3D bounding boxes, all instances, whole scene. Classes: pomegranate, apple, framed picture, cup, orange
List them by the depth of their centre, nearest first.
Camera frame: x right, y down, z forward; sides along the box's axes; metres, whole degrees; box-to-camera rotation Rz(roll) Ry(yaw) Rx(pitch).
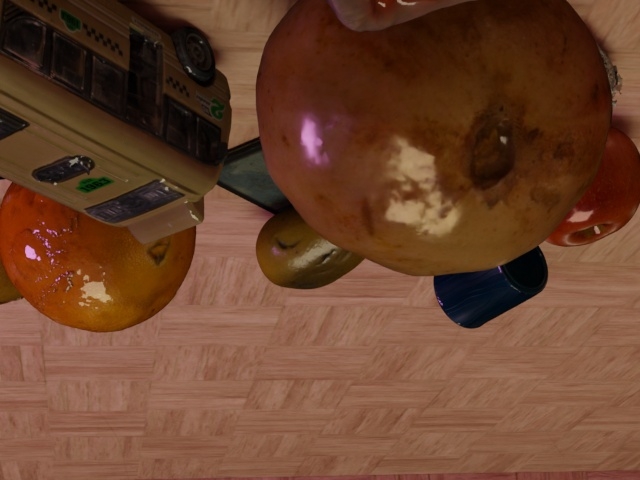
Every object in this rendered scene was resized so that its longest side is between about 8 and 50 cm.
[{"bbox_3d":[0.103,-0.127,1.203,0.338,0.338,0.338,-3,156,-1],"label":"pomegranate"},{"bbox_3d":[-0.266,-0.008,1.474,0.240,0.240,0.240,-3,156,-1],"label":"orange"},{"bbox_3d":[0.328,-0.066,1.549,0.163,0.139,0.163,-2,154,-1],"label":"apple"},{"bbox_3d":[0.040,-0.076,1.637,0.265,0.016,0.347,-18,152,31],"label":"framed picture"},{"bbox_3d":[0.244,0.053,1.837,0.150,0.113,0.138,11,150,-34],"label":"cup"}]

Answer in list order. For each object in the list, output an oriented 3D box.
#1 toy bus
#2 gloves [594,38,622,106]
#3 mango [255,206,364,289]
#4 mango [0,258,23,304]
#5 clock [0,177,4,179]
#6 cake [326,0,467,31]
[{"bbox_3d":[-0.251,-0.144,1.218,0.177,0.202,0.365,-20,152,30],"label":"toy bus"},{"bbox_3d":[0.265,-0.181,1.366,0.114,0.070,0.153,-24,147,38],"label":"gloves"},{"bbox_3d":[0.000,0.000,1.669,0.137,0.098,0.195,23,140,-39],"label":"mango"},{"bbox_3d":[-0.480,0.032,1.672,0.295,0.120,0.177,17,151,-39],"label":"mango"},{"bbox_3d":[-0.472,-0.122,1.374,0.227,0.090,0.248,-12,156,18],"label":"clock"},{"bbox_3d":[0.070,-0.319,0.787,0.237,0.230,0.309,-21,151,-9],"label":"cake"}]
